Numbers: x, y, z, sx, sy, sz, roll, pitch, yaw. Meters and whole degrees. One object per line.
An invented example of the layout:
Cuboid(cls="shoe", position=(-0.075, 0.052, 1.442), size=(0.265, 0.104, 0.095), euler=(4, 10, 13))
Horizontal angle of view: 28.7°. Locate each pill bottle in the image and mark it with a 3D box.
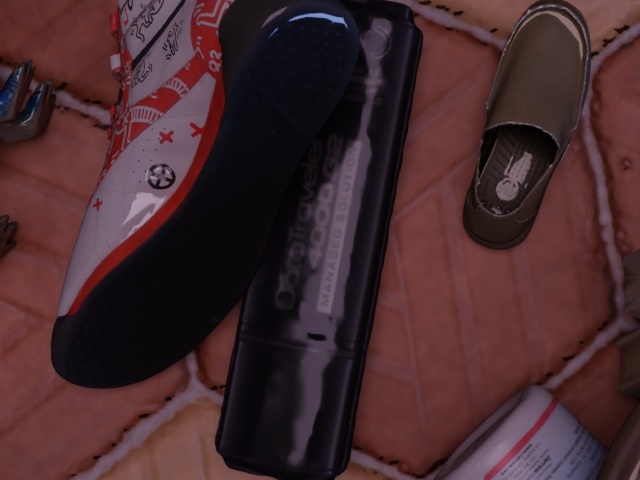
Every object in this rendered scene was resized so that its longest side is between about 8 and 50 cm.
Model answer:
Cuboid(cls="pill bottle", position=(0.141, 0.161, 0.663), size=(0.087, 0.087, 0.160), euler=(-44, 85, -1))

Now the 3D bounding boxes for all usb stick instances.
Cuboid(cls="usb stick", position=(0.000, 0.000, 0.706), size=(0.077, 0.045, 0.278), euler=(10, 86, 12))

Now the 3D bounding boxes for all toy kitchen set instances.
Cuboid(cls="toy kitchen set", position=(0.174, 0.031, 0.668), size=(0.075, 0.083, 0.068), euler=(24, 55, -21))

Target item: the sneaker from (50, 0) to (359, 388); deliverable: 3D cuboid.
Cuboid(cls="sneaker", position=(-0.084, -0.054, 0.698), size=(0.270, 0.090, 0.145), euler=(-58, 41, 25))

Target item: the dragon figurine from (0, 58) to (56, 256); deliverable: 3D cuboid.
Cuboid(cls="dragon figurine", position=(-0.243, -0.047, 0.702), size=(0.144, 0.085, 0.289), euler=(14, 86, 4))

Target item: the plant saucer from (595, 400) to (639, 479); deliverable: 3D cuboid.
Cuboid(cls="plant saucer", position=(0.252, 0.172, 0.623), size=(0.278, 0.041, 0.277), euler=(0, 90, -23))

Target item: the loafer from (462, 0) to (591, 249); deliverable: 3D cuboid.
Cuboid(cls="loafer", position=(0.119, -0.067, 0.700), size=(0.056, 0.050, 0.148), euler=(14, 87, 4))
